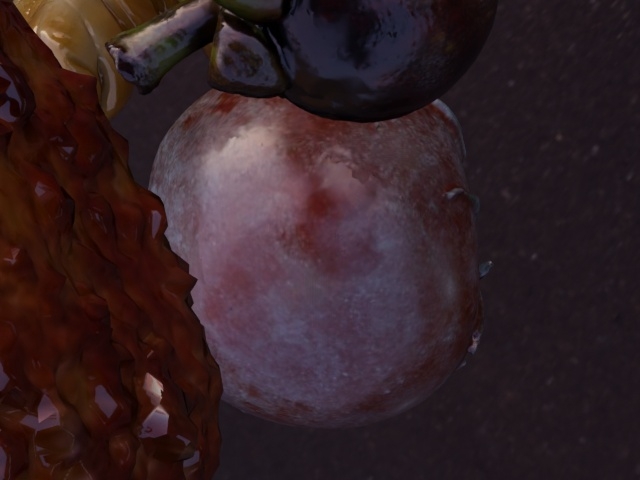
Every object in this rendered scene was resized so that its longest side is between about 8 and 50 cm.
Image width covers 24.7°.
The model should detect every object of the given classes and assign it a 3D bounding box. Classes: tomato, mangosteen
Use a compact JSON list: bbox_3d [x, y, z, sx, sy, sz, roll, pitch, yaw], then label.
[{"bbox_3d":[0.000,0.000,1.213,0.283,0.316,0.316,-9,122,-11],"label":"tomato"},{"bbox_3d":[0.003,-0.135,0.749,0.172,0.184,0.172,13,110,40],"label":"mangosteen"}]

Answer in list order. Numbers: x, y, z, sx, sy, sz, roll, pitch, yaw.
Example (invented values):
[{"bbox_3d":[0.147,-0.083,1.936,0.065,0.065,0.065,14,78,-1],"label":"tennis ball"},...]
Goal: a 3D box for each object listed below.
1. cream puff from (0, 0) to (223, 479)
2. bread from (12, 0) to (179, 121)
[{"bbox_3d":[-0.190,0.051,0.379,0.351,0.228,0.350,-4,128,-5],"label":"cream puff"},{"bbox_3d":[-0.209,-0.187,1.302,0.173,0.311,0.121,-17,128,44],"label":"bread"}]
